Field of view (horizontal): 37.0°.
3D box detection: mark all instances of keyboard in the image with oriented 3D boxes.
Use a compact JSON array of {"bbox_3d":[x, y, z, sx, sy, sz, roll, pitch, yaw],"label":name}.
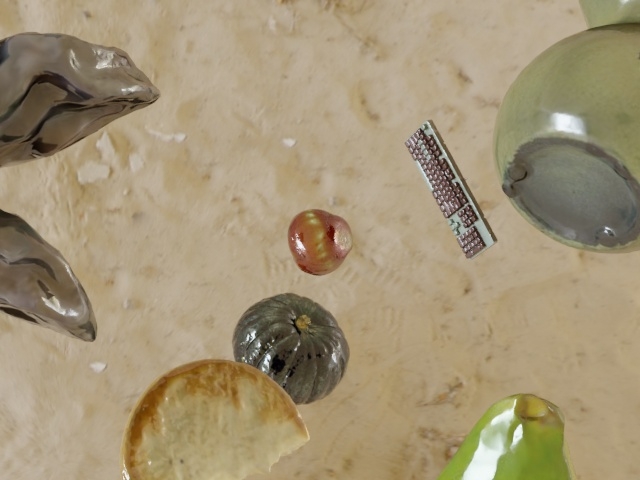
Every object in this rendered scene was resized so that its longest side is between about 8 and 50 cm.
[{"bbox_3d":[0.151,-0.059,1.117,0.017,0.055,0.166,-17,74,-38],"label":"keyboard"}]

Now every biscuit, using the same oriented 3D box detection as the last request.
[{"bbox_3d":[-0.172,0.281,1.413,0.309,0.040,0.204,-23,83,-37],"label":"biscuit"}]

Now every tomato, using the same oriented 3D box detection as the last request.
[{"bbox_3d":[0.000,0.000,1.184,0.075,0.087,0.087,-15,80,18],"label":"tomato"}]

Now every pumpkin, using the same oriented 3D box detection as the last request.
[{"bbox_3d":[-0.056,0.201,1.763,0.220,0.162,0.220,15,36,-11],"label":"pumpkin"}]

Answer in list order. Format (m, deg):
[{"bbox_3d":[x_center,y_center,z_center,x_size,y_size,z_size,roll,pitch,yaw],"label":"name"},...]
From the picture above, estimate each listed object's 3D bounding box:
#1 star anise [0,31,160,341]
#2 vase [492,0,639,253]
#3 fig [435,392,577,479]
[{"bbox_3d":[-0.190,-0.053,0.321,0.283,0.129,0.212,45,57,-5],"label":"star anise"},{"bbox_3d":[0.368,-0.117,1.066,0.329,0.241,0.302,44,58,-12],"label":"vase"},{"bbox_3d":[0.104,0.211,0.573,0.206,0.206,0.275,-9,108,-17],"label":"fig"}]
